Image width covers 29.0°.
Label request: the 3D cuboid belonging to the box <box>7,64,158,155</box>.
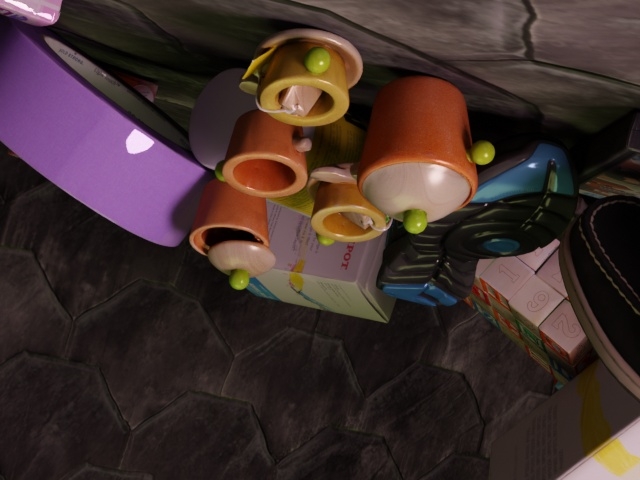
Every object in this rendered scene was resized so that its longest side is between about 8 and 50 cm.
[{"bbox_3d":[-0.304,-0.150,1.553,0.122,0.128,0.257,17,178,-21],"label":"box"}]

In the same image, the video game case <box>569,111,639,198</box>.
[{"bbox_3d":[0.342,-0.038,1.020,0.248,0.035,0.275,16,177,1],"label":"video game case"}]

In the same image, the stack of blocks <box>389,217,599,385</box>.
[{"bbox_3d":[0.204,0.032,1.387,0.297,0.087,0.171,41,173,28],"label":"stack of blocks"}]

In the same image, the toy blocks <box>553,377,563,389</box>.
[{"bbox_3d":[0.414,0.117,1.531,0.261,0.191,0.381,35,-141,14],"label":"toy blocks"}]

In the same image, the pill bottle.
[{"bbox_3d":[-0.022,-0.089,1.223,0.119,0.119,0.208,14,175,43],"label":"pill bottle"}]

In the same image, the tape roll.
[{"bbox_3d":[-0.225,-0.112,1.228,0.274,0.090,0.275,37,-175,-4],"label":"tape roll"}]

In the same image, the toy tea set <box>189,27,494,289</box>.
[{"bbox_3d":[-0.002,-0.033,1.049,0.200,0.124,0.336,12,151,-15],"label":"toy tea set"}]

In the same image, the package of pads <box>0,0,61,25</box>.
[{"bbox_3d":[-0.273,-0.214,1.082,0.083,0.032,0.050,18,174,-31],"label":"package of pads"}]

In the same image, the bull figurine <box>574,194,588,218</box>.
[{"bbox_3d":[0.371,0.018,1.341,0.188,0.101,0.310,21,174,-13],"label":"bull figurine"}]

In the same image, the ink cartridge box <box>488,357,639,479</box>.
[{"bbox_3d":[0.391,0.225,1.236,0.279,0.384,0.160,38,-151,-13],"label":"ink cartridge box"}]

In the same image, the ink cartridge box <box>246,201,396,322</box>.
[{"bbox_3d":[0.000,0.000,1.829,0.232,0.171,0.168,10,160,25],"label":"ink cartridge box"}]

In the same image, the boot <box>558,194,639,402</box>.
[{"bbox_3d":[0.319,0.037,0.809,0.138,0.284,0.377,-15,-129,-21],"label":"boot"}]

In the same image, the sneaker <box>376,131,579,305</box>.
[{"bbox_3d":[0.135,-0.045,1.173,0.125,0.140,0.341,13,160,-15],"label":"sneaker"}]
